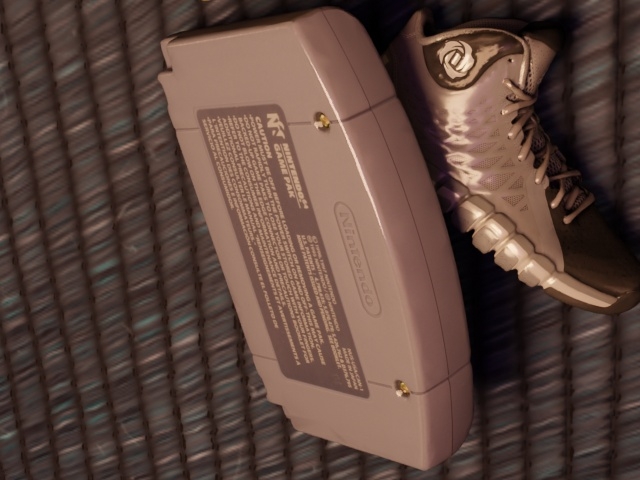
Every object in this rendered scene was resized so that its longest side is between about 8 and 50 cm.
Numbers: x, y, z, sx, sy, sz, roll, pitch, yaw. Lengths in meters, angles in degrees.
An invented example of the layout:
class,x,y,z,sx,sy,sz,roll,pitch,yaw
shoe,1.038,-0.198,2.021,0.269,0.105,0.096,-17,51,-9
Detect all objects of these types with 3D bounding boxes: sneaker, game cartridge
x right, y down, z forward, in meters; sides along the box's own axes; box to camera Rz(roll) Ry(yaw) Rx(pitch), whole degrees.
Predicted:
class,x,y,z,sx,sy,sz,roll,pitch,yaw
sneaker,0.130,-0.061,0.685,0.229,0.086,0.132,36,116,4
game cartridge,0.000,0.000,0.725,0.198,0.062,0.297,3,116,48
